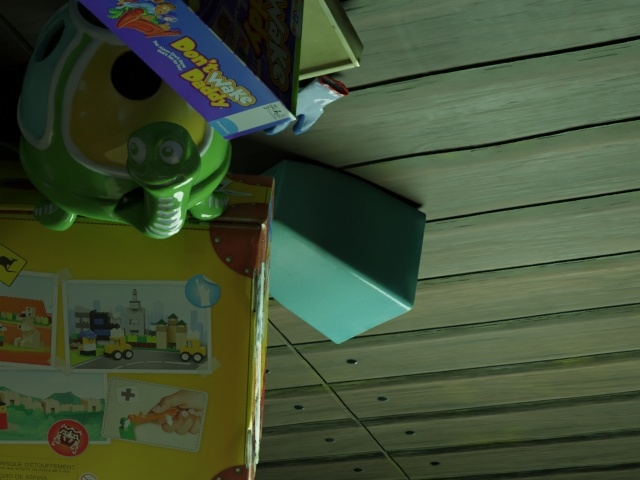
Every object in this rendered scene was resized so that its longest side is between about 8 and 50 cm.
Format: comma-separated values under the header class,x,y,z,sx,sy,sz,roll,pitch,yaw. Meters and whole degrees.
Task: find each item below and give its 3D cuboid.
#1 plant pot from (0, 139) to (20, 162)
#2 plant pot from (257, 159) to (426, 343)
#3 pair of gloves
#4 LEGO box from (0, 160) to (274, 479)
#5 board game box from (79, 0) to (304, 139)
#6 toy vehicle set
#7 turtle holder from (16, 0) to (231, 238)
class,x,y,z,sx,sy,sz,roll,pitch,yaw
plant pot,-0.415,-0.004,1.929,0.284,0.284,0.191,-9,-176,21
plant pot,0.000,0.000,1.960,0.234,0.166,0.165,33,140,-28
pair of gloves,-0.074,-0.194,1.758,0.198,0.023,0.159,29,141,-34
LEGO box,-0.316,0.107,1.713,0.500,0.193,0.372,4,108,-1
board game box,-0.102,-0.299,1.256,0.078,0.347,0.233,-14,146,26
toy vehicle set,-0.104,-0.244,1.633,0.267,0.035,0.166,-10,137,22
turtle holder,-0.218,-0.136,1.516,0.243,0.320,0.227,9,124,6
